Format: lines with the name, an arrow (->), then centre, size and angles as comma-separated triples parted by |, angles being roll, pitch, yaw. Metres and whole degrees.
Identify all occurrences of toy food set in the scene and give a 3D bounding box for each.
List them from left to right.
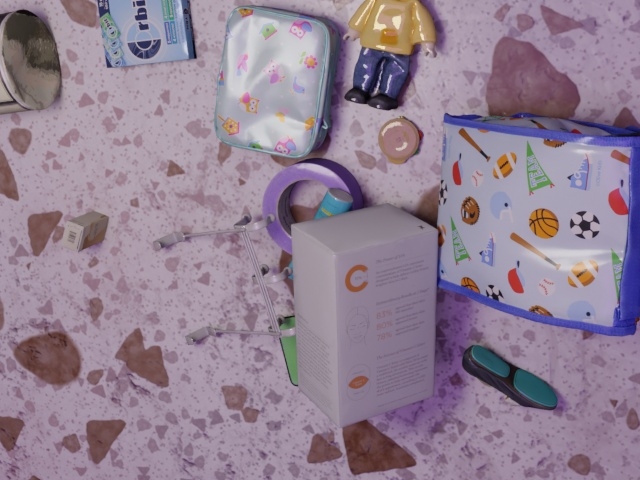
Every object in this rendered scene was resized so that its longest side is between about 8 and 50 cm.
toy food set -> 0.152, -0.193, 1.778 | 0.082, 0.020, 0.083 | -35, 91, 20

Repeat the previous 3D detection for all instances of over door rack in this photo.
over door rack -> -0.173, 0.076, 1.869 | 0.324, 0.108, 0.240 | -9, 102, 43

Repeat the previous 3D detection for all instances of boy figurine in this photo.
boy figurine -> 0.135, -0.384, 1.704 | 0.177, 0.092, 0.285 | 21, 110, 13

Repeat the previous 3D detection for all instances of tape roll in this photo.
tape roll -> -0.014, -0.064, 1.824 | 0.188, 0.080, 0.189 | 3, 102, 16

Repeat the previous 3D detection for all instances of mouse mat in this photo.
mouse mat -> 0.009, 0.217, 1.903 | 0.189, 0.007, 0.153 | -10, 99, 20

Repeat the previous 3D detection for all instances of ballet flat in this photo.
ballet flat -> 0.361, 0.274, 1.805 | 0.203, 0.074, 0.074 | 32, 109, 1

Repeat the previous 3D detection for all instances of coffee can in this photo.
coffee can -> -0.703, -0.349, 1.893 | 0.275, 0.201, 0.202 | -4, 101, 16

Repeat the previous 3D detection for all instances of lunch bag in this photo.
lunch bag -> -0.079, -0.297, 1.774 | 0.224, 0.108, 0.279 | 11, 107, 8
lunch bag -> 0.390, -0.040, 1.557 | 0.385, 0.238, 0.328 | 21, 114, 58

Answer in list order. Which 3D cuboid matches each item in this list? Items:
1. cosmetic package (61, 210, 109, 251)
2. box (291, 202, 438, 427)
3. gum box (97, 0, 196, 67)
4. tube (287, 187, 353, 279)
cosmetic package -> -0.493, -0.020, 1.953 | 0.041, 0.115, 0.060 | 21, 108, 10
box -> 0.081, 0.133, 1.710 | 0.214, 0.168, 0.346 | -13, 115, -26
gum box -> -0.348, -0.432, 1.856 | 0.184, 0.041, 0.157 | -2, 102, 17
tube -> 0.000, 0.000, 1.770 | 0.080, 0.052, 0.207 | 33, 116, 20
